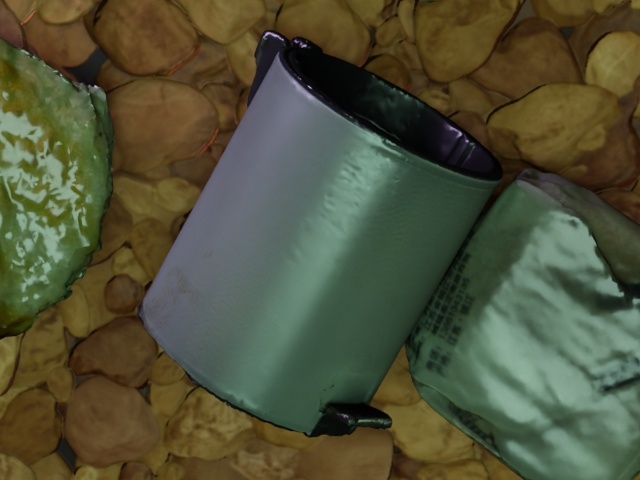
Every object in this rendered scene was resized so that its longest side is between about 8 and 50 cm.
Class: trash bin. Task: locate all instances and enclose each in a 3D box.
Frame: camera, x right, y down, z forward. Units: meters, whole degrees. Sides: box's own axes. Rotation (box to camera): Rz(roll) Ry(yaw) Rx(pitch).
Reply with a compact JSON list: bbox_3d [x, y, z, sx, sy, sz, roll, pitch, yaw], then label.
[{"bbox_3d":[0.000,0.000,1.579,0.277,0.217,0.263,41,109,32],"label":"trash bin"}]

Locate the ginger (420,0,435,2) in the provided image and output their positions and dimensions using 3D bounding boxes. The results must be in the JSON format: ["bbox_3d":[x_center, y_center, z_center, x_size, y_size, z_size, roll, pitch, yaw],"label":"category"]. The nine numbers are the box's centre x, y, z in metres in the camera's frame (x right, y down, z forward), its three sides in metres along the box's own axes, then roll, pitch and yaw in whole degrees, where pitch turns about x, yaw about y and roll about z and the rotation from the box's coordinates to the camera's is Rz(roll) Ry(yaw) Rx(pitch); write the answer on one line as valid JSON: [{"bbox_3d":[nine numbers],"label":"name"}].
[{"bbox_3d":[0.114,-0.328,1.529,0.270,0.123,0.219,-35,99,11],"label":"ginger"}]

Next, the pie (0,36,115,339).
[{"bbox_3d":[-0.405,-0.035,1.613,0.395,0.180,0.418,38,91,-14],"label":"pie"}]

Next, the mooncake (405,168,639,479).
[{"bbox_3d":[0.214,0.087,1.633,0.250,0.136,0.254,37,107,2],"label":"mooncake"}]
